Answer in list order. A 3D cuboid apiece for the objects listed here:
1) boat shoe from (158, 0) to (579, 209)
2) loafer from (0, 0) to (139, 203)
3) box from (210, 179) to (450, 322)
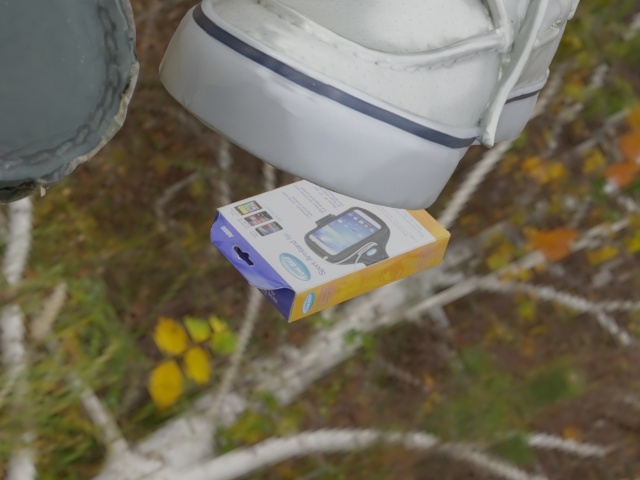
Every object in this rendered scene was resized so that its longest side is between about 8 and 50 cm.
[{"bbox_3d":[0.056,-0.118,0.822,0.136,0.156,0.367,32,18,15],"label":"boat shoe"},{"bbox_3d":[-0.126,-0.087,0.280,0.267,0.084,0.096,40,78,-29],"label":"loafer"},{"bbox_3d":[0.000,0.000,1.097,0.136,0.028,0.081,-21,51,-33],"label":"box"}]
